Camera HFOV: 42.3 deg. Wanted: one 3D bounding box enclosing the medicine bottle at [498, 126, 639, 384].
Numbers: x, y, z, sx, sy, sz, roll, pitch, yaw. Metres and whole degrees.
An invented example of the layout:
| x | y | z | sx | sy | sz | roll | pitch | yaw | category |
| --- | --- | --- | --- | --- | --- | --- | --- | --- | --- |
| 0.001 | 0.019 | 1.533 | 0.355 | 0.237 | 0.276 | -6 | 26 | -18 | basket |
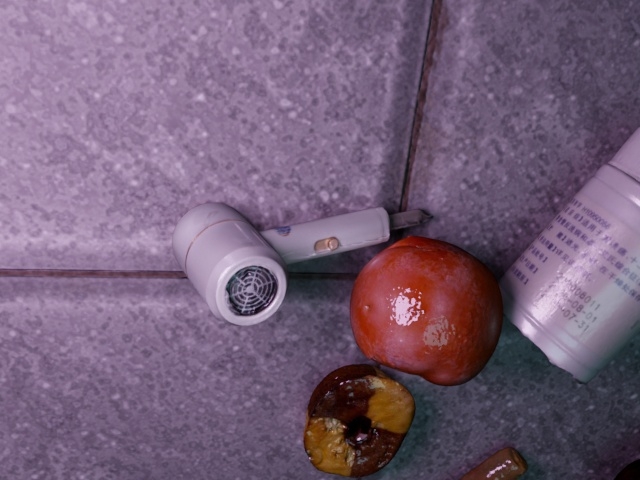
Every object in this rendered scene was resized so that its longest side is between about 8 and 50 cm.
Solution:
| x | y | z | sx | sy | sz | roll | pitch | yaw | category |
| --- | --- | --- | --- | --- | --- | --- | --- | --- | --- |
| 0.411 | 0.017 | 1.150 | 0.190 | 0.190 | 0.332 | 35 | 102 | -24 | medicine bottle |

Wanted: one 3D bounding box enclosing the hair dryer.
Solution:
| x | y | z | sx | sy | sz | roll | pitch | yaw | category |
| --- | --- | --- | --- | --- | --- | --- | --- | --- | --- |
| 0.000 | 0.000 | 1.082 | 0.357 | 0.173 | 0.108 | -14 | 119 | -21 | hair dryer |

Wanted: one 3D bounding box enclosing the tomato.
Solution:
| x | y | z | sx | sy | sz | roll | pitch | yaw | category |
| --- | --- | --- | --- | --- | --- | --- | --- | --- | --- |
| 0.144 | 0.092 | 1.118 | 0.208 | 0.208 | 0.184 | 22 | 83 | -21 | tomato |

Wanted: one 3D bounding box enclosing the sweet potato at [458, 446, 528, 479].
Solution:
| x | y | z | sx | sy | sz | roll | pitch | yaw | category |
| --- | --- | --- | --- | --- | --- | --- | --- | --- | --- |
| 0.184 | 0.482 | 1.362 | 0.109 | 0.109 | 0.385 | 36 | 95 | -24 | sweet potato |

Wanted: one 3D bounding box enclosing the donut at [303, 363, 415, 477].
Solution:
| x | y | z | sx | sy | sz | roll | pitch | yaw | category |
| --- | --- | --- | --- | --- | --- | --- | --- | --- | --- |
| 0.053 | 0.265 | 1.245 | 0.166 | 0.073 | 0.184 | 2 | 114 | -15 | donut |

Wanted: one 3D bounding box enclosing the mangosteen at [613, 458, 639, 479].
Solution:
| x | y | z | sx | sy | sz | roll | pitch | yaw | category |
| --- | --- | --- | --- | --- | --- | --- | --- | --- | --- |
| 0.594 | 0.435 | 1.370 | 0.228 | 0.228 | 0.265 | 14 | 96 | -18 | mangosteen |
